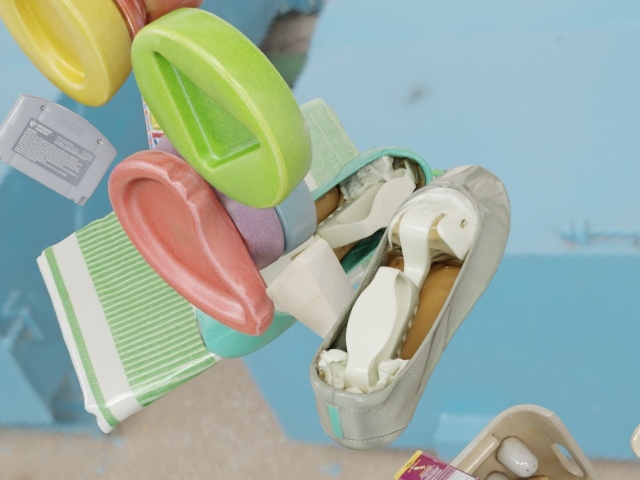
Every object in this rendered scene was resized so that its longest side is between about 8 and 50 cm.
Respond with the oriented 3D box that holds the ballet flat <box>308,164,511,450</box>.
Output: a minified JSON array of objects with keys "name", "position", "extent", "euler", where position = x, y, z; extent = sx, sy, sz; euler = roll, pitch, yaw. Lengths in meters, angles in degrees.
[{"name":"ballet flat","position":[0.056,0.023,0.923],"extent":[0.072,0.068,0.213],"euler":[12,56,25]}]

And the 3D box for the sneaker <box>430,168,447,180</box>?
[{"name":"sneaker","position":[0.080,-0.003,2.456],"extent":[0.343,0.134,0.146],"euler":[-24,3,24]}]

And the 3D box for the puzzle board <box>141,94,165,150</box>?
[{"name":"puzzle board","position":[-0.126,-0.129,1.710],"extent":[0.128,0.011,0.096],"euler":[-1,65,-22]}]

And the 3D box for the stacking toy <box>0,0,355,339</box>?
[{"name":"stacking toy","position":[-0.052,-0.082,1.049],"extent":[0.130,0.309,0.279],"euler":[-42,38,-23]}]

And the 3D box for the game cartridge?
[{"name":"game cartridge","position":[-0.188,-0.067,1.128],"extent":[0.056,0.083,0.017],"euler":[-55,30,5]}]

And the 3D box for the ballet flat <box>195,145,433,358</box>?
[{"name":"ballet flat","position":[0.000,0.000,1.284],"extent":[0.247,0.083,0.087],"euler":[-42,11,-26]}]

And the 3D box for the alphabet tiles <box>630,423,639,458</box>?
[{"name":"alphabet tiles","position":[0.439,0.218,1.555],"extent":[0.284,0.278,0.021],"euler":[-51,15,-8]}]

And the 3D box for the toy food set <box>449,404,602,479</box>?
[{"name":"toy food set","position":[0.197,0.356,1.826],"extent":[0.306,0.219,0.092],"euler":[-44,42,-7]}]

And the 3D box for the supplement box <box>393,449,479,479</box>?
[{"name":"supplement box","position":[0.123,0.256,1.606],"extent":[0.083,0.055,0.043],"euler":[21,54,42]}]

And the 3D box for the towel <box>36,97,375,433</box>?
[{"name":"towel","position":[-0.095,0.015,1.466],"extent":[0.325,0.038,0.248],"euler":[-30,44,1]}]
